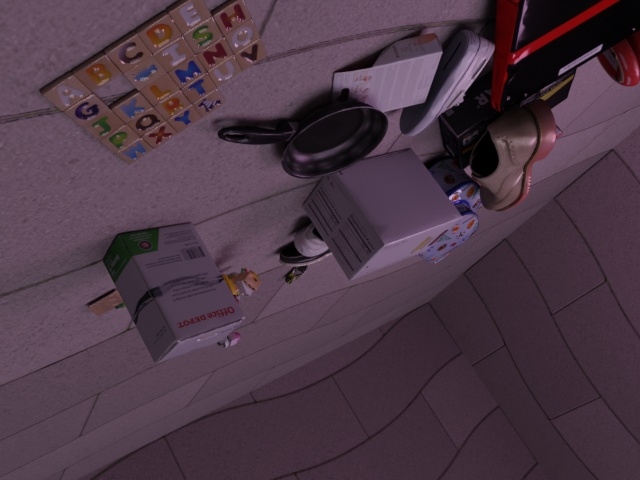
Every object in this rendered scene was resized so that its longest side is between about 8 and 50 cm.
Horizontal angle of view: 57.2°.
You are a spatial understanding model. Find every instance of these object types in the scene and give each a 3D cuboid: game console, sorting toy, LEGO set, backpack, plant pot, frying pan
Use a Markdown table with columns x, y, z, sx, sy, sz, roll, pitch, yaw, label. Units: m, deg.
| x | y | z | sx | sy | sz | roll | pitch | yaw | label |
| --- | --- | --- | --- | --- | --- | --- | --- | --- | --- |
| 0.469 | -0.429 | 1.029 | 0.386 | 0.060 | 0.342 | -31 | 153 | -5 | game console |
| -0.411 | 0.124 | 1.147 | 0.062 | 0.012 | 0.083 | -35 | 160 | -11 | sorting toy |
| -0.195 | 0.119 | 1.348 | 0.107 | 0.132 | 0.287 | -30 | 159 | -40 | LEGO set |
| 0.300 | -0.081 | 1.552 | 0.263 | 0.213 | 0.276 | -46 | 158 | 8 | backpack |
| 0.706 | -0.446 | 1.285 | 0.174 | 0.191 | 0.191 | -31 | 164 | 16 | plant pot |
| -0.035 | -0.159 | 0.979 | 0.326 | 0.053 | 0.197 | -13 | 157 | -25 | frying pan |

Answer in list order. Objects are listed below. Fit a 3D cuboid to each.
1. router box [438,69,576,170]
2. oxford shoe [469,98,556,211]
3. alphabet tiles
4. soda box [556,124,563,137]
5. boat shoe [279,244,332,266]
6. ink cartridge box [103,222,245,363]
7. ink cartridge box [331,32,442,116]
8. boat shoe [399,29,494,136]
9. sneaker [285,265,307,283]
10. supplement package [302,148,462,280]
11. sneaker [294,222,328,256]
| x | y | z | sx | sy | sz | roll | pitch | yaw | label |
| --- | --- | --- | --- | --- | --- | --- | --- | --- | --- |
| 0.418 | -0.308 | 1.320 | 0.308 | 0.081 | 0.243 | -35 | 163 | 6 | router box |
| 0.397 | -0.174 | 1.332 | 0.146 | 0.141 | 0.397 | -15 | 155 | -3 | oxford shoe |
| -0.177 | -0.192 | 0.705 | 0.237 | 0.009 | 0.198 | -32 | 163 | 0 | alphabet tiles |
| 0.559 | -0.307 | 1.553 | 0.083 | 0.092 | 0.263 | -42 | 161 | 24 | soda box |
| 0.000 | 0.000 | 1.470 | 0.233 | 0.084 | 0.079 | -20 | 121 | -19 | boat shoe |
| -0.247 | 0.085 | 0.997 | 0.153 | 0.208 | 0.087 | -12 | 153 | -49 | ink cartridge box |
| 0.100 | -0.266 | 0.976 | 0.179 | 0.045 | 0.145 | -12 | 160 | -6 | ink cartridge box |
| 0.229 | -0.269 | 1.060 | 0.075 | 0.083 | 0.226 | 8 | 143 | -26 | boat shoe |
| -0.065 | 0.089 | 1.647 | 0.083 | 0.031 | 0.035 | -38 | 176 | 29 | sneaker |
| 0.136 | -0.063 | 1.282 | 0.261 | 0.204 | 0.145 | -18 | 157 | -39 | supplement package |
| 0.055 | -0.034 | 1.381 | 0.232 | 0.090 | 0.115 | -27 | 174 | -21 | sneaker |
